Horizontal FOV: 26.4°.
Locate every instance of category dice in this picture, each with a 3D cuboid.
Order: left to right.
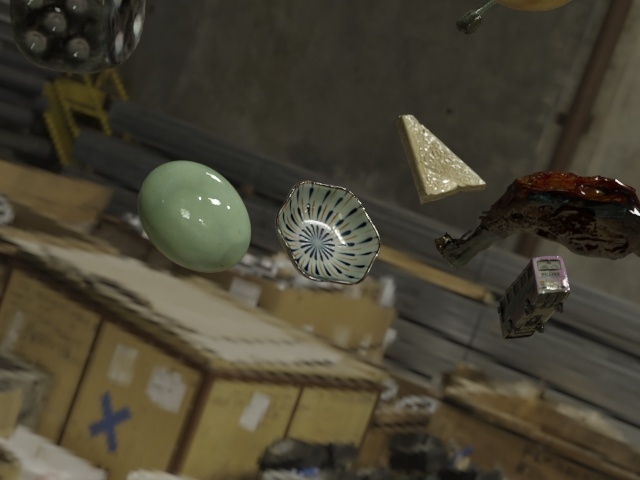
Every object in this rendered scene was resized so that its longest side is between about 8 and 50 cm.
[{"bbox_3d":[-0.403,-0.392,2.277,0.181,0.183,0.182,12,32,13],"label":"dice"}]

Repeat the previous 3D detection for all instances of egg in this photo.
[{"bbox_3d":[-0.192,-0.035,2.084,0.192,0.149,0.149,45,2,-8],"label":"egg"}]

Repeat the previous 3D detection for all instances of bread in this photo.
[{"bbox_3d":[0.193,-0.140,2.216,0.105,0.152,0.077,-15,-6,-9],"label":"bread"}]

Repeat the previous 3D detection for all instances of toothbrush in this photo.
[{"bbox_3d":[0.346,-0.441,2.266,0.030,0.297,0.030,54,-5,-39],"label":"toothbrush"}]

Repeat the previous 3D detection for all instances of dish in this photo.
[{"bbox_3d":[0.000,0.000,2.190,0.191,0.190,0.066,18,-32,-22],"label":"dish"}]

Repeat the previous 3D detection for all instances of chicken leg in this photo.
[{"bbox_3d":[0.223,-0.018,1.374,0.253,0.106,0.051,-5,34,35],"label":"chicken leg"}]

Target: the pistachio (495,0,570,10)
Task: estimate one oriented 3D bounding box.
[{"bbox_3d":[0.237,-0.355,1.404,0.238,0.229,0.321,47,23,2],"label":"pistachio"}]

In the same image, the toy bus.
[{"bbox_3d":[0.206,0.058,1.331,0.037,0.052,0.130,-5,-21,-11],"label":"toy bus"}]
